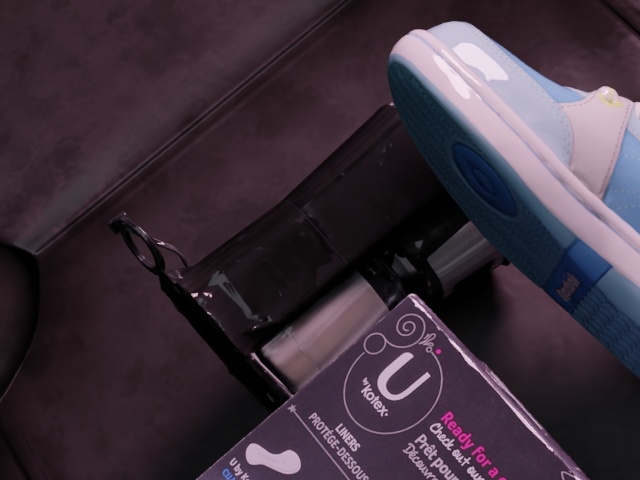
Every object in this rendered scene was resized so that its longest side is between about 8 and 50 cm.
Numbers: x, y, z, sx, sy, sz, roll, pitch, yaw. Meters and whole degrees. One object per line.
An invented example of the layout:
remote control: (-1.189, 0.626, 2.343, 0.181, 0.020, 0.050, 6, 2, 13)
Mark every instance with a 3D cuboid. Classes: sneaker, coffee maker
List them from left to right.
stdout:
coffee maker: (0.000, 0.000, 0.979, 0.178, 0.171, 0.120, -42, 18, -13)
sneaker: (0.205, -0.047, 0.901, 0.319, 0.127, 0.208, 44, 80, 2)

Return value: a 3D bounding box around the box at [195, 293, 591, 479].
box: (0.080, 0.165, 0.803, 0.142, 0.247, 0.163, -42, 55, -1)
